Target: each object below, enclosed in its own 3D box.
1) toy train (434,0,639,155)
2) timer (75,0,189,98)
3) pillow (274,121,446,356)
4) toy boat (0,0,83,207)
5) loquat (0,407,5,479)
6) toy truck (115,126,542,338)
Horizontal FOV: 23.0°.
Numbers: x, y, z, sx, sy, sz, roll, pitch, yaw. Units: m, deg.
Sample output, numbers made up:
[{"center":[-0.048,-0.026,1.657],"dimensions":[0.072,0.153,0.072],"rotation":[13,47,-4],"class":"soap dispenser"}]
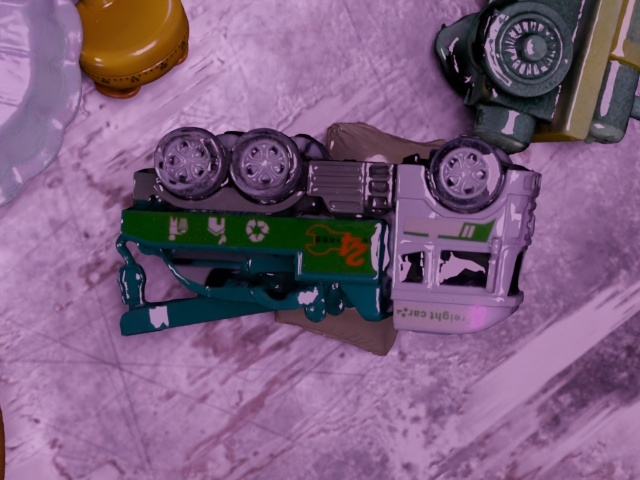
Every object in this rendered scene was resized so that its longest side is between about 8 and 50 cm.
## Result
[{"center":[0.251,-0.242,1.443],"dimensions":[0.237,0.150,0.368],"rotation":[17,87,-18],"class":"toy train"},{"center":[-0.169,-0.188,1.354],"dimensions":[0.107,0.109,0.107],"rotation":[-7,54,10],"class":"timer"},{"center":[0.040,-0.007,1.427],"dimensions":[0.119,0.053,0.208],"rotation":[17,87,-5],"class":"pillow"},{"center":[-0.298,-0.167,1.328],"dimensions":[0.199,0.100,0.290],"rotation":[10,87,-13],"class":"toy boat"},{"center":[-0.374,0.173,1.226],"dimensions":[0.275,0.275,0.274],"rotation":[0,89,-13],"class":"loquat"},{"center":[0.002,-0.007,1.324],"dimensions":[0.363,0.176,0.178],"rotation":[0,92,11],"class":"toy truck"}]
